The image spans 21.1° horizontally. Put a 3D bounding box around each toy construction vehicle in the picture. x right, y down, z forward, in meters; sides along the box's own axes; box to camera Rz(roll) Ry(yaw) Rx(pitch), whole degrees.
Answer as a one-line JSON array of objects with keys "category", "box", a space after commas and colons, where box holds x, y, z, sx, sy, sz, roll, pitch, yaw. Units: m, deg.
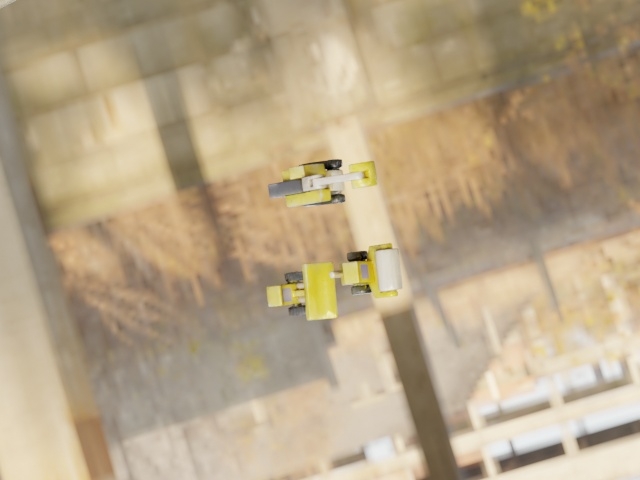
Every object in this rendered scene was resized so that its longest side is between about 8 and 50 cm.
[{"category": "toy construction vehicle", "box": [0.000, 0.000, 0.913, 0.035, 0.085, 0.098, -5, -179, -36]}]

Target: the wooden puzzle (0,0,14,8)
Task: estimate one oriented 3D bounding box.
[{"category": "wooden puzzle", "box": [-0.157, -0.297, 0.993, 0.322, 0.080, 0.348, -32, 143, -18]}]
